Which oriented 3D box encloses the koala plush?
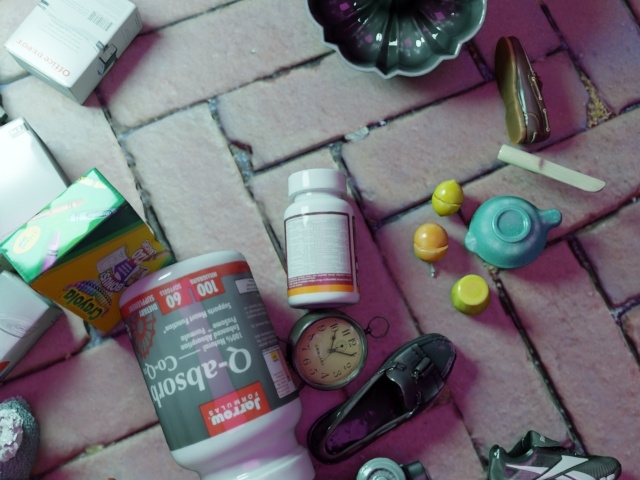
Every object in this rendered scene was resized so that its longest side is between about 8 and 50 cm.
[{"bbox_3d":[-0.482,0.343,0.981,0.203,0.196,0.221,17,77,-14],"label":"koala plush"}]

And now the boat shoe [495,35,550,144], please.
[{"bbox_3d":[0.377,-0.280,1.245,0.073,0.073,0.207,-8,87,-9],"label":"boat shoe"}]

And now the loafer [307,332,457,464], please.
[{"bbox_3d":[0.113,0.262,1.094,0.302,0.095,0.109,-36,85,-11],"label":"loafer"}]

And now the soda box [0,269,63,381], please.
[{"bbox_3d":[-0.544,0.187,1.044,0.098,0.091,0.286,39,78,2],"label":"soda box"}]

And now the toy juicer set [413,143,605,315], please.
[{"bbox_3d":[0.307,-0.044,1.187,0.329,0.089,0.209,-44,73,-4],"label":"toy juicer set"}]

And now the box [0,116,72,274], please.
[{"bbox_3d":[-0.502,-0.069,1.085,0.181,0.119,0.182,-33,84,-11],"label":"box"}]

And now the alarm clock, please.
[{"bbox_3d":[0.027,0.171,1.109,0.192,0.064,0.129,-19,103,-11],"label":"alarm clock"}]

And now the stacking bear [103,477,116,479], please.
[{"bbox_3d":[-0.260,0.461,0.954,0.289,0.164,0.175,26,75,38],"label":"stacking bear"}]

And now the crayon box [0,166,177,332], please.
[{"bbox_3d":[-0.330,0.026,1.000,0.165,0.278,0.081,-43,73,-12],"label":"crayon box"}]

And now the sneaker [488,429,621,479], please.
[{"bbox_3d":[0.385,0.367,1.111,0.234,0.078,0.106,-7,82,-5],"label":"sneaker"}]

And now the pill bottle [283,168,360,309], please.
[{"bbox_3d":[0.000,0.000,1.122,0.121,0.121,0.221,-2,78,-6],"label":"pill bottle"}]

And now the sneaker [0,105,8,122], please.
[{"bbox_3d":[-0.594,-0.285,1.147,0.191,0.071,0.083,46,72,4],"label":"sneaker"}]

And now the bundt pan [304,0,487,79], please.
[{"bbox_3d":[0.134,-0.454,1.185,0.330,0.124,0.331,1,104,4],"label":"bundt pan"}]

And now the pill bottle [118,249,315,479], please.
[{"bbox_3d":[-0.151,0.216,1.018,0.210,0.210,0.363,-21,82,-10],"label":"pill bottle"}]

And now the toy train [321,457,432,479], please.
[{"bbox_3d":[0.030,0.459,1.012,0.333,0.142,0.190,-20,71,-7],"label":"toy train"}]

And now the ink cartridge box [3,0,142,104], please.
[{"bbox_3d":[-0.428,-0.358,1.170,0.139,0.082,0.191,33,79,2],"label":"ink cartridge box"}]
